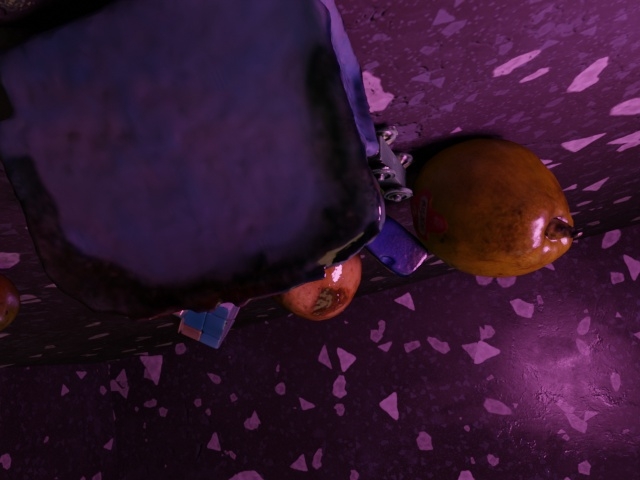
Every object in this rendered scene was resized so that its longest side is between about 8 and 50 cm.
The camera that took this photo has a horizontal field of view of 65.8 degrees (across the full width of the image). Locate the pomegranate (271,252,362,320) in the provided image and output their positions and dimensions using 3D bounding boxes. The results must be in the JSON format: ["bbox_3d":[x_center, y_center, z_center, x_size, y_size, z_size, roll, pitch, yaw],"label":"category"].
[{"bbox_3d":[-0.022,0.070,1.273,0.281,0.281,0.281,-12,165,-3],"label":"pomegranate"}]

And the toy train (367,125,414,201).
[{"bbox_3d":[0.088,-0.139,0.962,0.157,0.105,0.253,-3,169,22],"label":"toy train"}]

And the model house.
[{"bbox_3d":[-0.114,-0.120,0.604,0.360,0.297,0.339,-17,-165,14],"label":"model house"}]

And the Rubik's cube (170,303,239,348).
[{"bbox_3d":[-0.337,0.157,1.422,0.213,0.224,0.265,25,124,2],"label":"Rubik's cube"}]

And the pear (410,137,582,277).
[{"bbox_3d":[0.354,-0.057,1.001,0.287,0.287,0.375,-5,-162,-28],"label":"pear"}]

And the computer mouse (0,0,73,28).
[{"bbox_3d":[-0.288,-0.221,0.434,0.135,0.047,0.079,-3,161,-25],"label":"computer mouse"}]

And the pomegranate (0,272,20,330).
[{"bbox_3d":[-0.783,0.168,1.121,0.180,0.209,0.180,-14,161,-5],"label":"pomegranate"}]

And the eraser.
[{"bbox_3d":[0.160,0.001,1.235,0.101,0.155,0.332,-50,-178,2],"label":"eraser"}]
